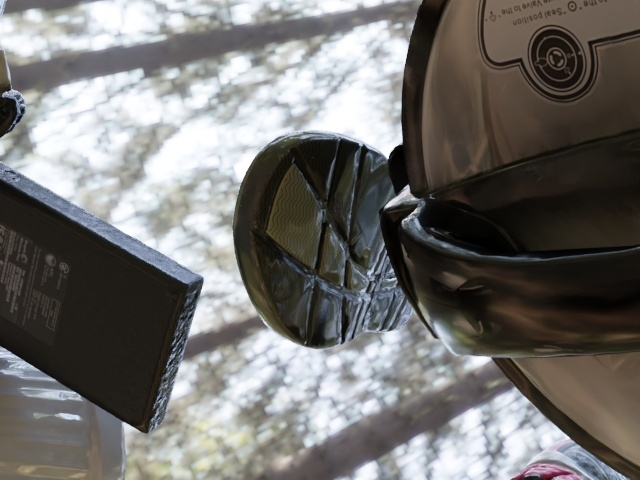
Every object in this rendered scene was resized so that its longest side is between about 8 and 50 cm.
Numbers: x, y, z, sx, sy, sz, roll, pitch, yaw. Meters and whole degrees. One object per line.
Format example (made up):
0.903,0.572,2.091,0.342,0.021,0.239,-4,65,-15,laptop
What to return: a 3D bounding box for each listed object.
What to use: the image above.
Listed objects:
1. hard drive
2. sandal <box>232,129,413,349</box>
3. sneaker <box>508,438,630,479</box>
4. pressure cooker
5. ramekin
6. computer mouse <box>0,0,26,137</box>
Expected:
-0.130,0.030,0.849,0.135,0.022,0.094,29,-60,19,hard drive
0.000,0.002,0.998,0.086,0.303,0.120,22,-91,17,sandal
0.228,0.265,1.070,0.121,0.112,0.299,-26,-89,37,sneaker
0.250,-0.067,0.775,0.375,0.420,0.370,36,-45,17,pressure cooker
-0.216,0.132,0.935,0.207,0.109,0.207,-14,-110,44,ramekin
-0.244,-0.107,0.894,0.188,0.272,0.072,-23,-61,10,computer mouse
